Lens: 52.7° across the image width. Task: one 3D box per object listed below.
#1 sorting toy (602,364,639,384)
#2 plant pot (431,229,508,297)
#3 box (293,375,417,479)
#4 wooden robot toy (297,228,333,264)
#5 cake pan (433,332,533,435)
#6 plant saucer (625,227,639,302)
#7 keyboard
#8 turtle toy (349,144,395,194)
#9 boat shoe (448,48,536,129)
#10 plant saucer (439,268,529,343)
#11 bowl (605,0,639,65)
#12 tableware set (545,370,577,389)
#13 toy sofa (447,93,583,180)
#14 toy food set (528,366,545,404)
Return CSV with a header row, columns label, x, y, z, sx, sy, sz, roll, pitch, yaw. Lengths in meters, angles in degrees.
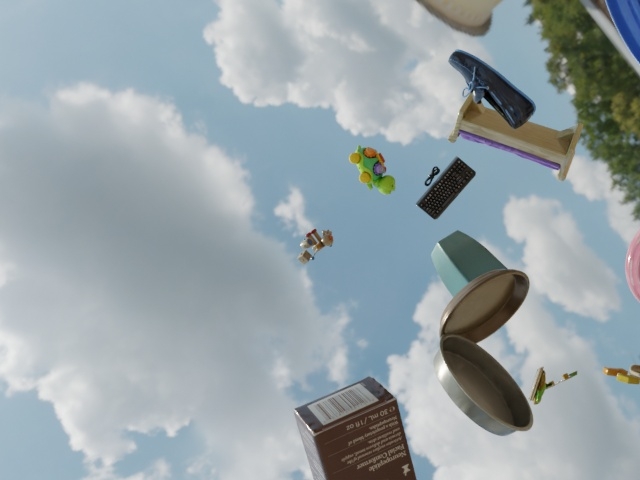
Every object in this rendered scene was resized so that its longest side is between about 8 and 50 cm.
label,x,y,z,sx,sy,sz,roll,pitch,yaw
sorting toy,1.004,0.397,1.870,0.307,0.229,0.041,5,-86,-2
plant pot,0.529,0.092,2.380,0.165,0.165,0.234,-29,-112,-21
box,0.092,0.507,1.360,0.191,0.143,0.381,-20,-74,-17
wooden robot toy,0.000,0.000,1.918,0.173,0.079,0.076,-37,-85,-44
cake pan,0.386,0.352,1.566,0.293,0.054,0.293,33,-157,-16
plant saucer,1.007,0.066,1.745,0.332,0.332,0.084,46,-169,-8
keyboard,0.351,-0.158,1.862,0.108,0.180,0.023,39,-170,-2
turtle toy,0.119,-0.158,1.446,0.130,0.066,0.095,62,-166,2
boat shoe,0.418,-0.381,1.627,0.258,0.089,0.109,41,-172,15
plant saucer,0.413,0.172,1.655,0.278,0.278,0.041,7,-145,-43
bowl,0.731,-0.505,1.384,0.391,0.077,0.391,59,-168,-20
tableware set,0.857,0.503,2.326,0.104,0.154,0.024,-17,-113,-18
toy sofa,0.580,-0.299,1.947,0.362,0.177,0.150,23,-133,15
toy food set,0.742,0.492,2.188,0.038,0.132,0.192,19,174,19
